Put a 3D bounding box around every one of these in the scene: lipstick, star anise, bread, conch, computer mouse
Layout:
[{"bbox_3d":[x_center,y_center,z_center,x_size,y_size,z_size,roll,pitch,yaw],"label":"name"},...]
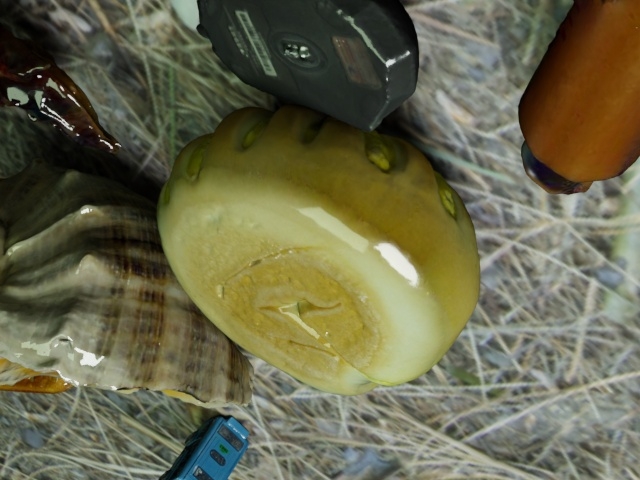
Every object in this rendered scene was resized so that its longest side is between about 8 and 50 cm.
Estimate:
[{"bbox_3d":[0.169,-0.150,0.743,0.077,0.077,0.418,33,146,7],"label":"lipstick"},{"bbox_3d":[-0.197,-0.105,1.089,0.157,0.054,0.212,25,170,-30],"label":"star anise"},{"bbox_3d":[0.000,0.000,1.036,0.213,0.105,0.213,24,150,15],"label":"bread"},{"bbox_3d":[-0.163,0.027,1.175,0.291,0.159,0.210,10,169,-32],"label":"conch"},{"bbox_3d":[-0.003,-0.119,0.951,0.172,0.057,0.099,16,143,46],"label":"computer mouse"}]

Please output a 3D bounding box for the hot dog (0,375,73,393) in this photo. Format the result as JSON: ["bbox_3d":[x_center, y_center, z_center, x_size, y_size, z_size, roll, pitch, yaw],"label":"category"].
[{"bbox_3d":[-0.258,0.091,1.419,0.165,0.045,0.071,-1,132,42],"label":"hot dog"}]

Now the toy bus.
[{"bbox_3d":[-0.088,0.172,1.331,0.038,0.083,0.046,44,133,-8],"label":"toy bus"}]
